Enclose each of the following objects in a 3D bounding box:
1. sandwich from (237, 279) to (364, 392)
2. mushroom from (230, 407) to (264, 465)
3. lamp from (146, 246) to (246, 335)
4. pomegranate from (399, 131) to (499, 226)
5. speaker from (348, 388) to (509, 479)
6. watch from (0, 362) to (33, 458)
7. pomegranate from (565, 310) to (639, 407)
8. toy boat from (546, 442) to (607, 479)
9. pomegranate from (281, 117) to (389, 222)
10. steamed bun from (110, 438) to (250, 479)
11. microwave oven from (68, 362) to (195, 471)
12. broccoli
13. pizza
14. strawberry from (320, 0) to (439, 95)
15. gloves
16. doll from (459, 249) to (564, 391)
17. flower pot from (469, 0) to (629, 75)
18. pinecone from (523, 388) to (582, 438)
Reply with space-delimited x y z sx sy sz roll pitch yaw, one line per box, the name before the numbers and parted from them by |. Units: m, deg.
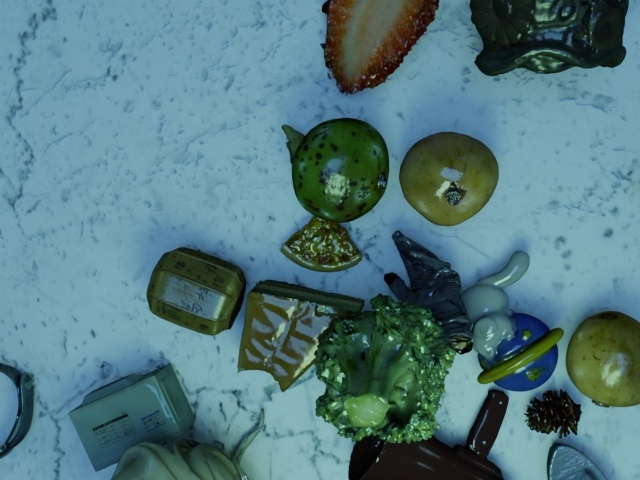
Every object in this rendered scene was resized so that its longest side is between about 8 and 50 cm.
sandwich | -0.040 0.202 1.543 0.227 0.155 0.199 10 97 5
mushroom | -0.165 0.507 1.639 0.068 0.043 0.307 4 94 -8
lamp | -0.254 0.103 1.560 0.185 0.161 0.161 18 96 2
pomegranate | 0.249 -0.123 1.470 0.191 0.191 0.191 0 94 6
speaker | 0.248 0.425 1.558 0.329 0.198 0.259 22 57 -10
watch | -0.728 0.380 1.679 0.192 0.068 0.207 -7 91 8
pomegranate | 0.562 0.241 1.466 0.196 0.196 0.196 0 94 6
toy boat | 0.539 0.535 1.539 0.127 0.078 0.283 -26 91 8
pomegranate | 0.021 -0.146 1.495 0.263 0.211 0.211 25 97 33
steamed bun | -0.257 0.527 1.477 0.367 0.342 0.255 29 90 -36
microwave oven | -0.396 0.370 1.611 0.208 0.122 0.162 -24 91 7
broccoli | 0.118 0.243 1.369 0.235 0.260 0.288 2 113 -18
pizza | 0.000 0.001 1.576 0.174 0.046 0.134 -2 94 7
strawberry | 0.116 -0.446 1.506 0.233 0.137 0.306 46 124 20
gloves | 0.209 0.103 1.494 0.142 0.119 0.286 -35 61 20
doll | 0.326 0.203 1.501 0.310 0.159 0.243 -31 93 17
flower pot | 0.410 -0.411 1.369 0.301 0.302 0.213 -3 100 7
pinecone | 0.469 0.351 1.531 0.109 0.102 0.102 -15 93 35
